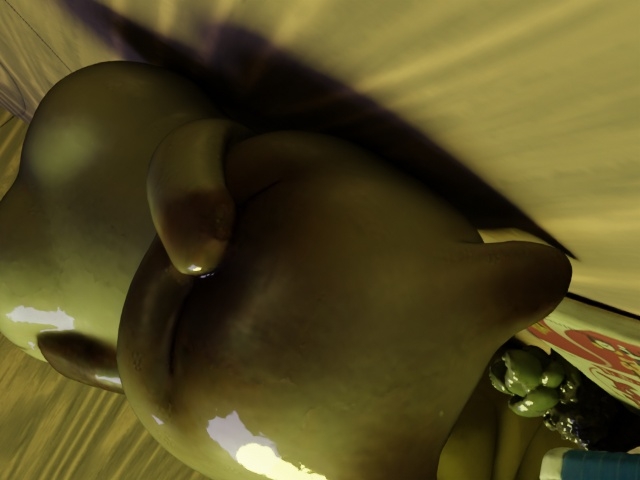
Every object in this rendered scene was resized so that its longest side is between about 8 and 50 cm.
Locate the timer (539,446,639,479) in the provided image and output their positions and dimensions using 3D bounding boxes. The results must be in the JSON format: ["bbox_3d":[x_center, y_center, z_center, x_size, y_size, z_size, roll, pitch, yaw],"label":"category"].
[{"bbox_3d":[0.318,0.239,0.681,0.253,0.078,0.178,26,156,-32],"label":"timer"}]

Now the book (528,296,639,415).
[{"bbox_3d":[0.234,0.100,0.573,0.232,0.022,0.162,37,172,-34],"label":"book"}]

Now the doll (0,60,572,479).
[{"bbox_3d":[-0.067,0.018,0.513,0.370,0.215,0.226,20,165,48],"label":"doll"}]

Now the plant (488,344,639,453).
[{"bbox_3d":[0.218,0.139,0.726,0.174,0.087,0.085,29,135,-22],"label":"plant"}]

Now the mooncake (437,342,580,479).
[{"bbox_3d":[0.140,0.281,0.901,0.200,0.379,0.378,12,162,40],"label":"mooncake"}]
